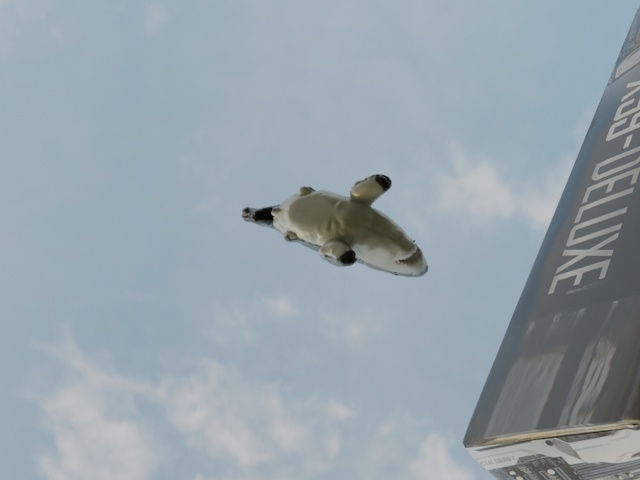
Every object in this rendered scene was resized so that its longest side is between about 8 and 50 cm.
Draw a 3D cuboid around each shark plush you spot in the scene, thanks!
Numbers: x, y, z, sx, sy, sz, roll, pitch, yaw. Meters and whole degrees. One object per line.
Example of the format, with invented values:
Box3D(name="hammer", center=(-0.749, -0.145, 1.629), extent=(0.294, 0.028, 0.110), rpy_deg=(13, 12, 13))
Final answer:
Box3D(name="shark plush", center=(0.000, 0.000, 0.807), extent=(0.161, 0.067, 0.073), rpy_deg=(-2, -119, 33))

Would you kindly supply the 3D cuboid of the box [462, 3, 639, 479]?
Box3D(name="box", center=(0.211, 0.069, 0.428), extent=(0.307, 0.077, 0.242), rpy_deg=(46, -128, -21))
